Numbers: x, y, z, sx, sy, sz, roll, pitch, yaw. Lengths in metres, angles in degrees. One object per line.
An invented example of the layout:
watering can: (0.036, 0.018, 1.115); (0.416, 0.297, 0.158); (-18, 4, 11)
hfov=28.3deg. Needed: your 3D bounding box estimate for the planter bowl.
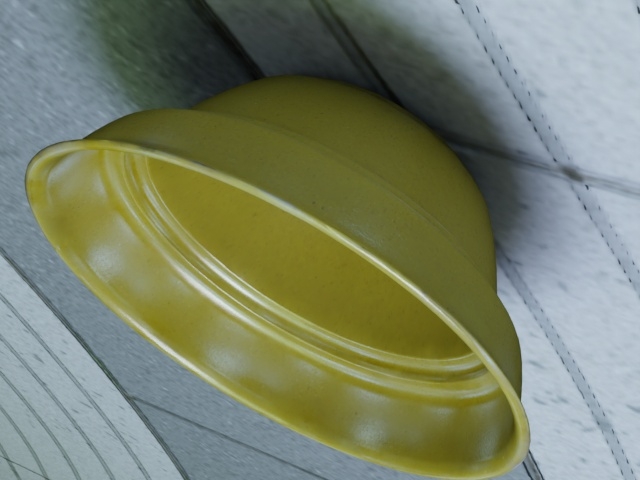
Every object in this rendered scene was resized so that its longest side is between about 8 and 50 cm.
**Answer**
planter bowl: (0.000, 0.000, 0.502); (0.217, 0.090, 0.217); (26, 155, 13)
